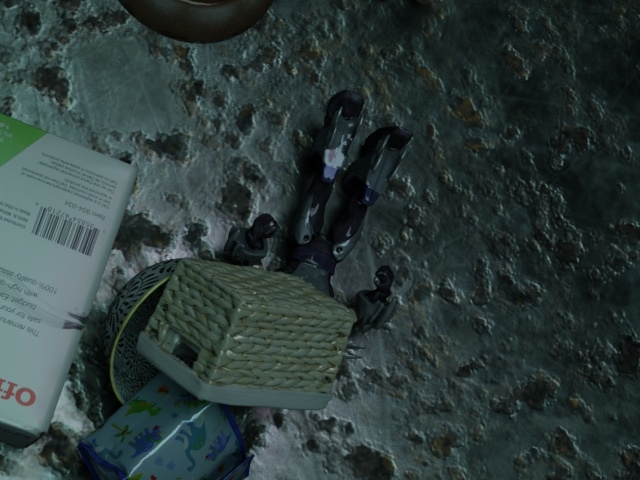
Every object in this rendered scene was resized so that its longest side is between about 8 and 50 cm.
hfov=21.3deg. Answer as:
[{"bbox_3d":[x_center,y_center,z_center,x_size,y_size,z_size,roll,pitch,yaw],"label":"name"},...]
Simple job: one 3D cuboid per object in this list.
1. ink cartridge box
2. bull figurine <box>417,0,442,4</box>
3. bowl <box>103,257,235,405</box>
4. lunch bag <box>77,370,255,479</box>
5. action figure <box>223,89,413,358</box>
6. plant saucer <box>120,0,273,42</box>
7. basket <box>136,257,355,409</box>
[{"bbox_3d":[-0.312,0.031,1.578,0.198,0.115,0.273,22,69,-13],"label":"ink cartridge box"},{"bbox_3d":[0.049,-0.385,1.828,0.310,0.101,0.188,31,72,-7],"label":"bull figurine"},{"bbox_3d":[-0.148,0.078,1.629,0.170,0.170,0.080,-30,44,-24],"label":"bowl"},{"bbox_3d":[-0.136,0.214,1.594,0.129,0.096,0.151,-40,137,-22],"label":"lunch bag"},{"bbox_3d":[0.000,0.000,1.711,0.185,0.099,0.285,26,73,-21],"label":"action figure"},{"bbox_3d":[-0.130,-0.306,1.776,0.198,0.036,0.199,5,75,-18],"label":"plant saucer"},{"bbox_3d":[-0.065,0.086,1.568,0.167,0.113,0.103,11,105,-46],"label":"basket"}]
